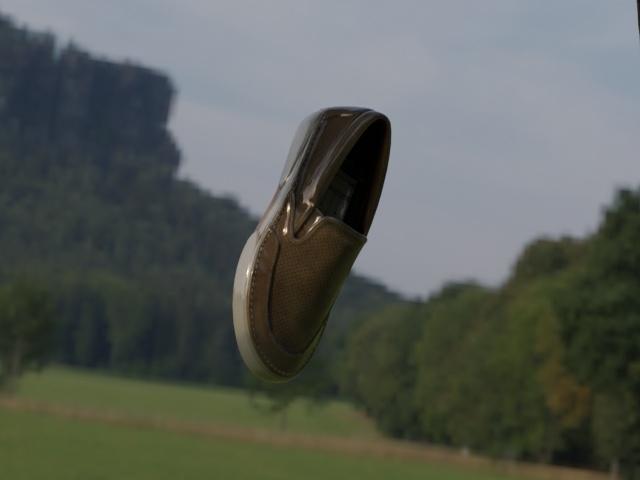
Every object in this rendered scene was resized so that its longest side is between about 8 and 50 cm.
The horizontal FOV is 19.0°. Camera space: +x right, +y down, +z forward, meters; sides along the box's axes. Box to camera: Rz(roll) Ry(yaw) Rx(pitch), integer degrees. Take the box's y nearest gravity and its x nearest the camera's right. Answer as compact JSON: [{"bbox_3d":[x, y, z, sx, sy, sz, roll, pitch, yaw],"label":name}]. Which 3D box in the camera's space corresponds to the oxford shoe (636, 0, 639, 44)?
[{"bbox_3d":[0.177,-0.219,0.802,0.133,0.363,0.130,-28,31,-25],"label":"oxford shoe"}]

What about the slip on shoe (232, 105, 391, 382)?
[{"bbox_3d":[0.000,0.000,0.878,0.041,0.135,0.051,-4,-31,47],"label":"slip on shoe"}]
